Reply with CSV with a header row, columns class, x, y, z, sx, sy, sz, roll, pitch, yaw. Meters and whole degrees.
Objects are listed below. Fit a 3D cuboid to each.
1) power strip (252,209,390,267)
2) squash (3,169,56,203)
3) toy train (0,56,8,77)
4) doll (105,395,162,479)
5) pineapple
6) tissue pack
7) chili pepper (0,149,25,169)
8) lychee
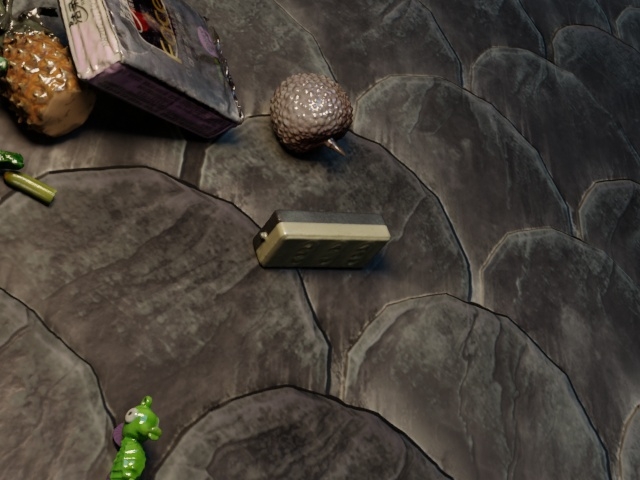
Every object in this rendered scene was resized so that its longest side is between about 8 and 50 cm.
class,x,y,z,sx,sy,sz,roll,pitch,yaw
power strip,0.000,0.000,1.666,0.256,0.105,0.070,3,53,-34
squash,-0.465,-0.088,1.445,0.083,0.027,0.027,29,45,-15
toy train,-0.618,-0.280,1.368,0.269,0.115,0.154,19,39,-13
doll,-0.259,0.300,1.240,0.050,0.115,0.190,26,48,-20
pineapple,-0.499,-0.323,1.524,0.170,0.141,0.310,-34,73,-22
tissue pack,-0.300,-0.340,1.591,0.361,0.122,0.259,24,42,-61
chili pepper,-0.542,-0.103,1.372,0.182,0.073,0.050,-30,102,-51
lychee,-0.015,-0.244,1.801,0.165,0.165,0.197,-13,74,-42
